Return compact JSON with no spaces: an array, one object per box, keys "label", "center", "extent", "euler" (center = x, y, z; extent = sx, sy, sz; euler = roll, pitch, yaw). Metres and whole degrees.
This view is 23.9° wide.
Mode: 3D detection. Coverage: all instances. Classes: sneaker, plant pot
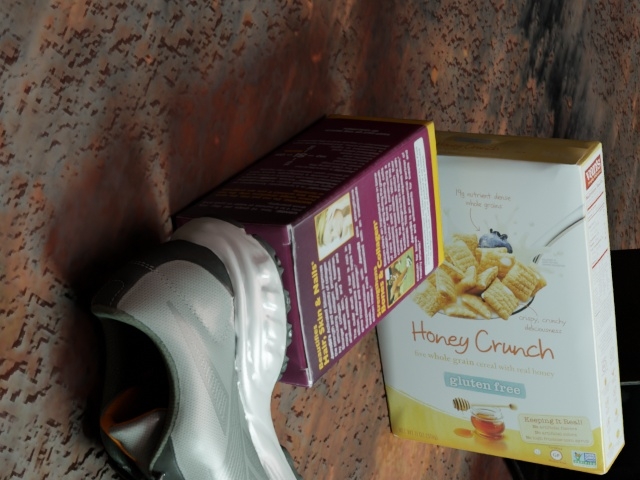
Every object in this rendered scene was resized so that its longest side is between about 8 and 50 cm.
[{"label":"sneaker","center":[-0.071,0.126,0.840],"extent":[0.108,0.100,0.271],"euler":[-25,114,-41]},{"label":"plant pot","center":[0.262,0.111,1.330],"extent":[0.188,0.187,0.167],"euler":[62,32,-44]}]

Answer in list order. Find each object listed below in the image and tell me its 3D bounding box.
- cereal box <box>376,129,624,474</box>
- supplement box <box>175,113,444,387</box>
[{"label":"cereal box","center":[0.118,0.041,1.062],"extent":[0.047,0.173,0.240],"euler":[-41,129,-49]},{"label":"supplement box","center":[0.000,0.000,0.938],"extent":[0.188,0.081,0.104],"euler":[-38,127,-52]}]
